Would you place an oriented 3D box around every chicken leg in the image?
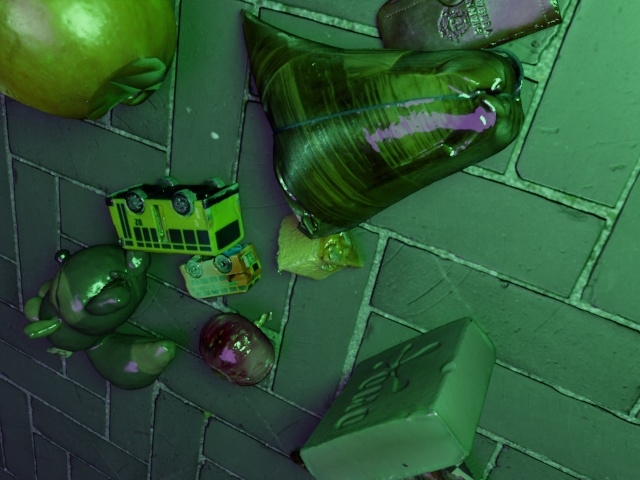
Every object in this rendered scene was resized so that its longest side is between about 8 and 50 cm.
[{"bbox_3d":[-0.011,0.548,1.270,0.145,0.037,0.062,23,141,17],"label":"chicken leg"}]

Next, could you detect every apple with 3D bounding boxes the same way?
[{"bbox_3d":[-0.431,-0.377,0.935,0.374,0.374,0.384,53,153,-2],"label":"apple"}]

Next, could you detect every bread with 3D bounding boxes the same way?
[{"bbox_3d":[0.000,0.000,1.018,0.147,0.127,0.152,-19,68,33],"label":"bread"}]

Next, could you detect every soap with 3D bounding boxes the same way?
[{"bbox_3d":[0.147,0.283,0.927,0.285,0.296,0.107,-31,95,31],"label":"soap"}]

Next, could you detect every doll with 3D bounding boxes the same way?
[{"bbox_3d":[-0.480,0.165,1.273,0.382,0.252,0.378,-26,130,35],"label":"doll"}]

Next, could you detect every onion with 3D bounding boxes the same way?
[{"bbox_3d":[-0.180,0.234,1.158,0.177,0.153,0.177,11,131,13],"label":"onion"}]

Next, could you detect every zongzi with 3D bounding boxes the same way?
[{"bbox_3d":[0.058,-0.261,0.798,0.403,0.208,0.432,-25,83,40],"label":"zongzi"}]

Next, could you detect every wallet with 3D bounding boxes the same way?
[{"bbox_3d":[0.207,-0.336,0.788,0.255,0.031,0.137,-14,107,32],"label":"wallet"}]

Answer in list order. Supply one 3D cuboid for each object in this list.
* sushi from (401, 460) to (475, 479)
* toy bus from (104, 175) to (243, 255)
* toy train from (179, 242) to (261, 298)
[{"bbox_3d":[0.191,0.491,1.130,0.292,0.059,0.294,-28,97,32],"label":"sushi"},{"bbox_3d":[-0.302,-0.048,1.108,0.262,0.128,0.150,3,112,25],"label":"toy bus"},{"bbox_3d":[-0.216,0.065,1.149,0.188,0.072,0.099,-11,111,29],"label":"toy train"}]
